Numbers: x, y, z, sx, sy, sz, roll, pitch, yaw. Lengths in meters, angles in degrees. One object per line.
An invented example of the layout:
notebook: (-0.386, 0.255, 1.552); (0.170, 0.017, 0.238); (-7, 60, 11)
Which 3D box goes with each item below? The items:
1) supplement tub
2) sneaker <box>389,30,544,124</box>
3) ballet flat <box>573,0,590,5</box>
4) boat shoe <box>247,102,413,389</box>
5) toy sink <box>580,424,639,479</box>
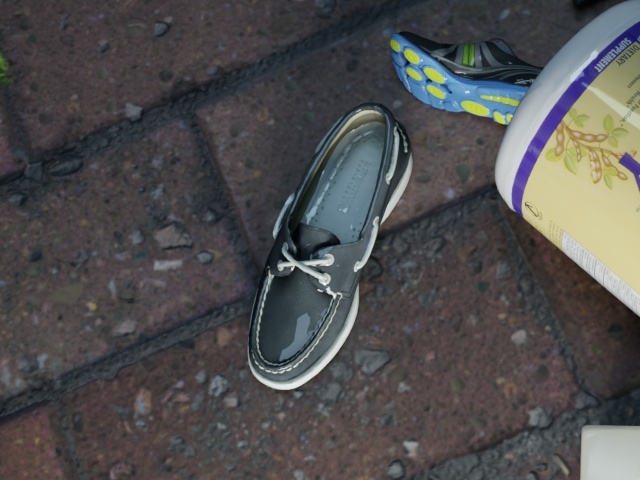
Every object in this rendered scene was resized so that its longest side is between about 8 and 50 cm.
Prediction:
supplement tub: (0.349, -0.036, 1.268); (0.241, 0.241, 0.331); (-45, 66, -7)
sneaker: (0.159, -0.176, 1.470); (0.188, 0.067, 0.078); (20, 53, 21)
ballet flat: (0.338, -0.325, 1.472); (0.074, 0.074, 0.203); (29, 91, 21)
boat shoe: (0.000, 0.000, 1.411); (0.114, 0.091, 0.302); (15, 73, 18)
toy sink: (0.347, 0.250, 1.217); (0.234, 0.131, 0.152); (-2, 69, 17)
